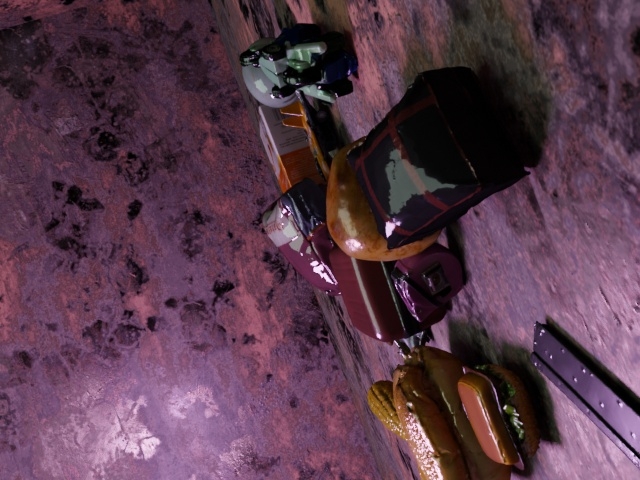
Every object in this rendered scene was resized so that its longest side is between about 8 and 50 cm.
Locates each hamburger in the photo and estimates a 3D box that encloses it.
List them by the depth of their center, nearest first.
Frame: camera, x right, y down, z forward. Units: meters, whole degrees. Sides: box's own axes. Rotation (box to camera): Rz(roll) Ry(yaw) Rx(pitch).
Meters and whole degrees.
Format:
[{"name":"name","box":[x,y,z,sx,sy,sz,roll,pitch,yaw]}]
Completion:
[{"name":"hamburger","box":[0.293,0.276,0.979,0.137,0.087,0.166,179,70,-80]},{"name":"hamburger","box":[0.240,0.349,1.179,0.290,0.170,0.315,137,112,-83]}]

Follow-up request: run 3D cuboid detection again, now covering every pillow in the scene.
[{"name":"pillow","box":[0.213,0.210,1.436,0.135,0.055,0.091,-140,33,-70]}]

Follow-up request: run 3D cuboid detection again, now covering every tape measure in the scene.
[{"name":"tape measure","box":[0.189,0.067,1.071,0.125,0.118,0.074,55,178,-28]}]

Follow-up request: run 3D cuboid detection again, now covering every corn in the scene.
[{"name":"corn","box":[0.225,0.495,1.814,0.363,0.120,0.121,-179,70,-78]}]

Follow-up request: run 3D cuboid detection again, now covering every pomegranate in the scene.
[{"name":"pomegranate","box":[0.100,-0.065,1.001,0.215,0.215,0.216,160,90,-81]}]

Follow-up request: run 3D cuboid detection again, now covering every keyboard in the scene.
[{"name":"keyboard","box":[0.333,0.185,0.749,0.231,0.023,0.072,-125,24,-59]}]

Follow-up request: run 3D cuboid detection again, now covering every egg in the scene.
[{"name":"egg","box":[-0.131,-0.465,1.709,0.168,0.167,0.231,82,169,-53]}]

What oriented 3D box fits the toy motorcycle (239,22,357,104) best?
[{"name":"toy motorcycle","box":[-0.043,-0.397,1.337,0.331,0.196,0.125,38,150,51]}]

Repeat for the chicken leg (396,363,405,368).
[{"name":"chicken leg","box":[0.251,0.413,1.599,0.103,0.088,0.228,66,-174,-60]}]

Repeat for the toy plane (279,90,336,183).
[{"name":"toy plane","box":[0.005,-0.250,1.611,0.316,0.102,0.204,58,169,27]}]

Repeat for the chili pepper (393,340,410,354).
[{"name":"chili pepper","box":[0.152,0.150,1.668,0.085,0.076,0.359,-45,61,53]}]

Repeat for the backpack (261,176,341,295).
[{"name":"backpack","box":[0.000,0.000,1.618,0.317,0.197,0.283,54,168,-3]}]

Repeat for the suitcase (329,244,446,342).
[{"name":"suitcase","box":[0.134,0.087,1.307,0.297,0.161,0.237,160,91,-81]}]

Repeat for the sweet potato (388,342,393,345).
[{"name":"sweet potato","box":[0.160,0.197,1.755,0.069,0.059,0.250,-60,-51,-75]}]

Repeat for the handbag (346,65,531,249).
[{"name":"handbag","box":[0.140,-0.105,0.799,0.215,0.155,0.170,-40,72,54]}]

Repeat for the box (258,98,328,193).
[{"name":"box","box":[-0.070,-0.246,1.910,0.225,0.143,0.342,106,145,-76]}]
